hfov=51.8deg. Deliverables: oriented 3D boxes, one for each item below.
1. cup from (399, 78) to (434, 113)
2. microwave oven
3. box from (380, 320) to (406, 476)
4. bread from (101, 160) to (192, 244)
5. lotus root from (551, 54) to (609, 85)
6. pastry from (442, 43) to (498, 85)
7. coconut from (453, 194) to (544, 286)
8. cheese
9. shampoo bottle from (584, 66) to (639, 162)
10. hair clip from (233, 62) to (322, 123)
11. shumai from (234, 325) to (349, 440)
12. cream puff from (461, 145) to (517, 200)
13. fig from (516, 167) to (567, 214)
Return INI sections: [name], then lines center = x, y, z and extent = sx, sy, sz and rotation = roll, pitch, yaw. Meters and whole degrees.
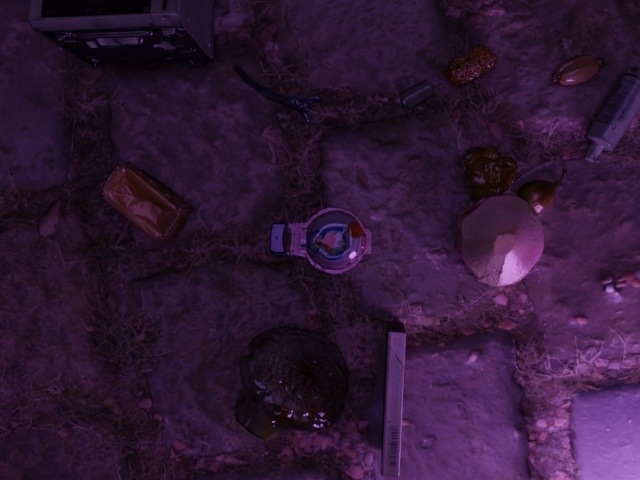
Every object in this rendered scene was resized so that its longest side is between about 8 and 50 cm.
[cup]
center = 0.269, -0.393, 1.806
extent = 0.083, 0.054, 0.075
rotation = -29, 86, 3
[microwave oven]
center = -0.512, -0.612, 1.748
extent = 0.394, 0.333, 0.247
rotation = 0, 86, 7
[box]
center = 0.191, 0.407, 1.736
extent = 0.051, 0.204, 0.365
rotation = 2, 91, 6
[bread]
center = -0.490, -0.109, 1.857
extent = 0.241, 0.107, 0.136
rotation = 37, 96, 5
[lotus root]
center = 0.689, -0.457, 1.759
extent = 0.150, 0.062, 0.073
rotation = -18, 65, 4
[pastry]
center = 0.408, -0.475, 1.791
extent = 0.140, 0.056, 0.080
rotation = -35, 75, 7
[coconut]
center = 0.449, -0.003, 1.690
extent = 0.233, 0.245, 0.233
rotation = 0, 90, 7
[cheese]
center = 0.000, 0.000, 1.823
extent = 0.286, 0.074, 0.189
rotation = 3, 88, 7
[shampoo bottle]
center = 0.777, -0.324, 1.739
extent = 0.085, 0.085, 0.262
rotation = 31, 94, 5
[hair clip]
center = -0.134, -0.421, 1.853
extent = 0.275, 0.048, 0.083
rotation = 27, 97, 6
[shumai]
center = -0.107, 0.408, 1.802
extent = 0.309, 0.304, 0.263
rotation = 46, 128, 3
[cream puff]
center = 0.452, -0.184, 1.752
extent = 0.156, 0.121, 0.156
rotation = 0, 90, 6
[fig]
center = 0.598, -0.143, 1.752
extent = 0.093, 0.093, 0.166
rotation = 44, 97, 4
